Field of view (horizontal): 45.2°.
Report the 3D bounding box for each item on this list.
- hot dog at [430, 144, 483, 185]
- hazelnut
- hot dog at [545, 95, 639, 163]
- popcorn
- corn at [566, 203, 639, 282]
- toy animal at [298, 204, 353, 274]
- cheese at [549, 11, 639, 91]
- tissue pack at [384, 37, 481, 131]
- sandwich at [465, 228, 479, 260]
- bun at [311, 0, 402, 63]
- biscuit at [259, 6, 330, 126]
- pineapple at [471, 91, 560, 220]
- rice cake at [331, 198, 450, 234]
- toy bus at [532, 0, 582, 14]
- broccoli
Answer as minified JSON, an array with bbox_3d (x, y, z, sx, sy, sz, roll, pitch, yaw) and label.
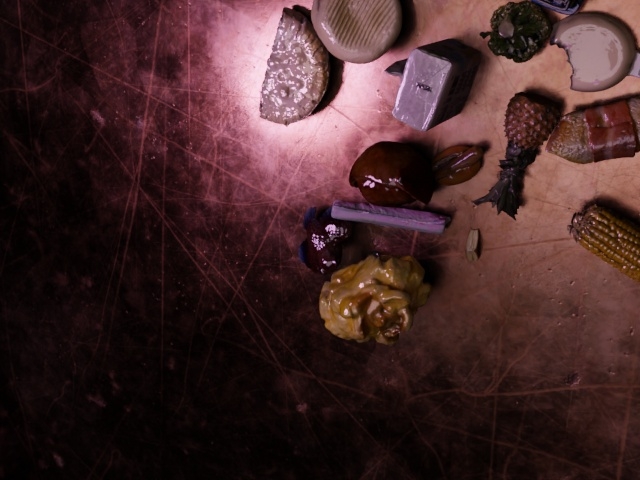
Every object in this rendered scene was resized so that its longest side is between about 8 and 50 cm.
[{"bbox_3d":[0.319,-0.175,1.778,0.140,0.060,0.089,-17,103,29],"label":"hot dog"},{"bbox_3d":[0.170,-0.145,1.796,0.202,0.170,0.160,44,127,40],"label":"hazelnut"},{"bbox_3d":[0.601,-0.225,1.589,0.262,0.093,0.123,-7,72,26],"label":"hot dog"},{"bbox_3d":[0.132,0.143,1.880,0.286,0.252,0.215,-33,94,23],"label":"popcorn"},{"bbox_3d":[0.679,0.030,1.640,0.318,0.115,0.115,35,120,11],"label":"corn"},{"bbox_3d":[0.001,0.006,1.941,0.116,0.179,0.218,31,122,-16],"label":"toy animal"},{"bbox_3d":[0.597,-0.385,1.552,0.249,0.071,0.163,0,108,27],"label":"cheese"},{"bbox_3d":[0.232,-0.348,1.661,0.145,0.229,0.159,27,119,18],"label":"tissue pack"},{"bbox_3d":[0.362,0.018,1.836,0.031,0.044,0.083,3,112,22],"label":"sandwich"},{"bbox_3d":[0.083,-0.511,1.750,0.223,0.127,0.222,0,91,2],"label":"bun"},{"bbox_3d":[-0.059,-0.413,1.873,0.179,0.084,0.281,20,115,20],"label":"biscuit"},{"bbox_3d":[0.429,-0.184,1.692,0.119,0.130,0.277,12,114,-9],"label":"pineapple"},{"bbox_3d":[0.167,-0.062,1.852,0.291,0.081,0.051,8,76,10],"label":"rice cake"},{"bbox_3d":[0.484,-0.589,1.460,0.138,0.175,0.287,30,111,13],"label":"toy bus"},{"bbox_3d":[0.408,-0.437,1.603,0.130,0.120,0.131,-42,77,30],"label":"broccoli"}]
